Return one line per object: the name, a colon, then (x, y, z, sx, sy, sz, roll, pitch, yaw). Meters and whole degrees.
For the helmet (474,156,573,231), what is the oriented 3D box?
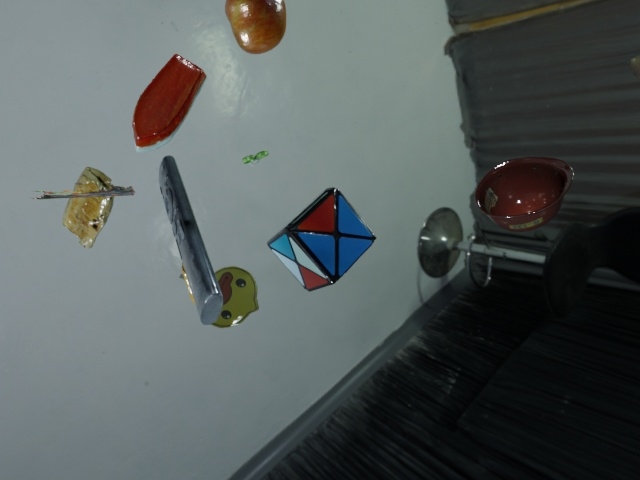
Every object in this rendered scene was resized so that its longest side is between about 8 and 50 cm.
helmet: (0.407, -0.080, 0.844, 0.106, 0.175, 0.155, 44, 35, -36)

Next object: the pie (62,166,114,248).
pie: (-0.621, -0.082, 1.154, 0.128, 0.282, 0.068, 47, 38, -3)

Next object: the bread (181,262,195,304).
bread: (-0.299, 0.095, 1.049, 0.053, 0.074, 0.132, -12, 126, -3)

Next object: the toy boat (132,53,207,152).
toy boat: (-0.500, -0.427, 1.393, 0.145, 0.133, 0.332, 31, 80, -5)

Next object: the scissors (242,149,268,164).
scissors: (-0.259, -0.311, 1.667, 0.101, 0.204, 0.027, -20, 96, -13)

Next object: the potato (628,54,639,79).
potato: (0.788, -0.409, 0.987, 0.103, 0.096, 0.067, -17, 98, -3)

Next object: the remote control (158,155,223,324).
remote control: (-0.274, -0.013, 0.882, 0.044, 0.378, 0.107, -5, 142, -33)

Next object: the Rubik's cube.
Rubik's cube: (0.000, 0.000, 1.497, 0.246, 0.250, 0.248, -43, 96, -25)

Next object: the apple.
apple: (-0.188, -0.649, 1.248, 0.173, 0.160, 0.195, -19, 84, -25)

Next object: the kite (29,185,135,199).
kite: (-0.327, -0.069, 0.611, 0.159, 0.189, 0.010, -16, 102, -70)

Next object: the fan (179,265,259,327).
fan: (-0.375, 0.190, 1.574, 0.011, 0.334, 0.230, 62, 49, -71)
